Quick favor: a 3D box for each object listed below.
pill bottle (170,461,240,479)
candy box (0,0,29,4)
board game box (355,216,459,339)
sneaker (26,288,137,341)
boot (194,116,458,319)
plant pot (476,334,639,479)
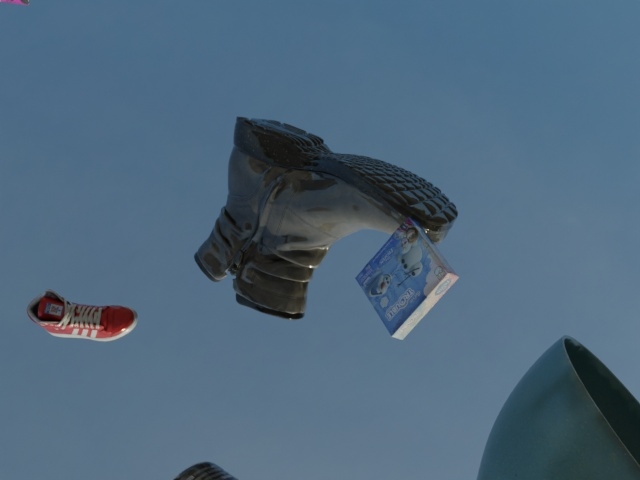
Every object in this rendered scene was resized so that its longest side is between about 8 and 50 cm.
[{"bbox_3d":[-0.039,0.307,0.807,0.245,0.130,0.130,27,-125,22],"label":"pill bottle"},{"bbox_3d":[-0.442,-0.356,1.091,0.159,0.233,0.071,6,-98,-2],"label":"candy box"},{"bbox_3d":[0.086,0.038,0.946,0.020,0.090,0.090,20,-153,-42],"label":"board game box"},{"bbox_3d":[-0.267,0.082,1.030,0.118,0.067,0.042,-4,-116,16],"label":"sneaker"},{"bbox_3d":[0.000,0.000,1.120,0.338,0.223,0.118,28,-162,39],"label":"boot"},{"bbox_3d":[0.292,0.281,1.054,0.290,0.195,0.290,45,-163,-17],"label":"plant pot"}]
